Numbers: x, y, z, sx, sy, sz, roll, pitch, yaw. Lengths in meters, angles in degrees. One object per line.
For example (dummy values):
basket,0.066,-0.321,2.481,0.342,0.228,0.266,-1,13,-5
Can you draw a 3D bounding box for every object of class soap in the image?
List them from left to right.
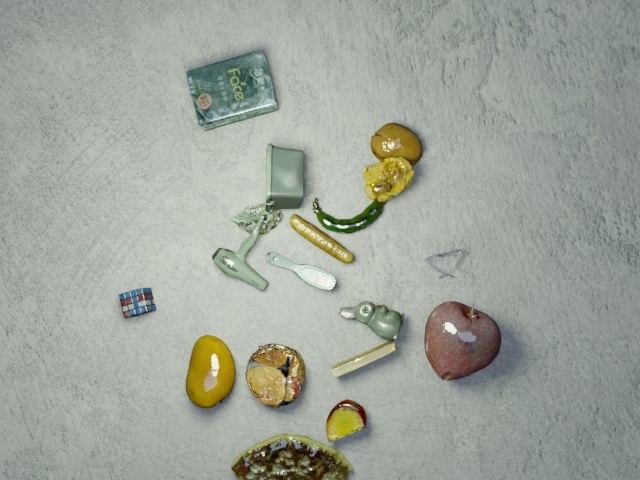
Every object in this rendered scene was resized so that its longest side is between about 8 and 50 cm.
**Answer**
soap,0.159,0.435,1.735,0.251,0.092,0.037,-23,83,0

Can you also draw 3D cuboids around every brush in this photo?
brush,-0.072,0.113,1.789,0.296,0.060,0.068,23,86,17

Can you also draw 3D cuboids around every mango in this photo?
mango,-0.396,0.479,1.722,0.175,0.139,0.255,8,80,-1

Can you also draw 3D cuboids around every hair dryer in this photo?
hair dryer,-0.243,0.067,1.766,0.267,0.092,0.229,-36,99,8

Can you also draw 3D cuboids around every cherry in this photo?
cherry,0.495,0.355,1.675,0.261,0.221,0.308,22,99,11

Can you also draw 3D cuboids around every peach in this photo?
peach,0.091,0.658,1.721,0.127,0.092,0.172,39,99,9

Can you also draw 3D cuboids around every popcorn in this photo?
popcorn,0.246,-0.225,1.763,0.194,0.163,0.140,-41,126,-12

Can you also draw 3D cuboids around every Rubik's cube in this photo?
Rubik's cube,-0.684,0.233,1.770,0.092,0.092,0.092,-17,84,0

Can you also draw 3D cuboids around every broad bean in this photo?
broad bean,0.112,-0.098,1.799,0.291,0.049,0.144,-3,84,2

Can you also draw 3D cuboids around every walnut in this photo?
walnut,0.297,-0.372,1.798,0.211,0.087,0.167,20,82,3

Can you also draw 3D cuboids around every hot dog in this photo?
hot dog,0.002,-0.003,1.779,0.285,0.088,0.061,34,92,7

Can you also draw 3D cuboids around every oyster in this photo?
oyster,-0.239,-0.081,1.801,0.177,0.064,0.125,-30,81,-3

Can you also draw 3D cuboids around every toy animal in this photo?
toy animal,0.192,0.281,1.733,0.236,0.138,0.108,22,120,-1

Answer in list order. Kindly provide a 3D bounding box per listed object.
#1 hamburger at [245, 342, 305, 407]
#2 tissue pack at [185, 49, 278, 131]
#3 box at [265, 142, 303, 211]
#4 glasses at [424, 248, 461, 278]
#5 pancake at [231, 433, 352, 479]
hamburger,-0.165,0.492,1.734,0.230,0.107,0.231,0,89,4
tissue pack,-0.337,-0.575,1.819,0.315,0.103,0.228,-16,87,1
box,-0.136,-0.229,1.751,0.134,0.163,0.244,1,71,-8
glasses,0.469,0.096,1.770,0.139,0.062,0.104,-14,87,1
pancake,-0.096,0.856,1.734,0.426,0.067,0.305,-15,93,-1
